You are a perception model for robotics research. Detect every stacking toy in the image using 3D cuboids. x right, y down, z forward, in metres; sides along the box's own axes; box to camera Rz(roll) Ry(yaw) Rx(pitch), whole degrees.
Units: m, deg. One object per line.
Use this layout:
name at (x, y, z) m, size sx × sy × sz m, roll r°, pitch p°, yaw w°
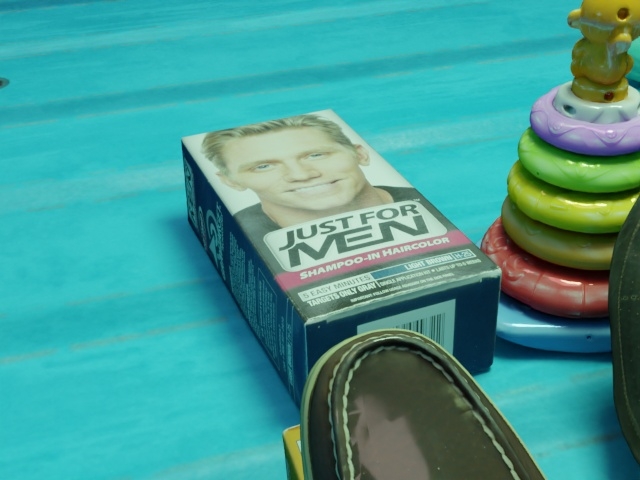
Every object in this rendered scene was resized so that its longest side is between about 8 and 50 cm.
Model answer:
stacking toy at (0.222, -0.070, 0.759) m, size 0.175 × 0.302 × 0.166 m, roll 0°, pitch 32°, yaw 4°

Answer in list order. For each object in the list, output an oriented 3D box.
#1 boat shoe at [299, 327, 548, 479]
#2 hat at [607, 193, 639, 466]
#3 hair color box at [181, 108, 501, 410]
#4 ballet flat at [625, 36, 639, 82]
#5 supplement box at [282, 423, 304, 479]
boat shoe at (0.088, 0.183, 0.382) m, size 0.123 × 0.123 × 0.342 m, roll -14°, pitch 69°, yaw -14°
hat at (0.364, 0.075, 0.643) m, size 0.331 × 0.134 × 0.332 m, roll -11°, pitch 62°, yaw 21°
hair color box at (0.000, 0.000, 0.843) m, size 0.173 × 0.105 × 0.347 m, roll -13°, pitch 33°, yaw -19°
ballet flat at (0.510, -0.222, 1.204) m, size 0.247 × 0.083 × 0.087 m, roll 6°, pitch 47°, yaw 15°
supplement box at (0.041, 0.206, 0.539) m, size 0.080 × 0.078 × 0.233 m, roll -10°, pitch 33°, yaw -10°
